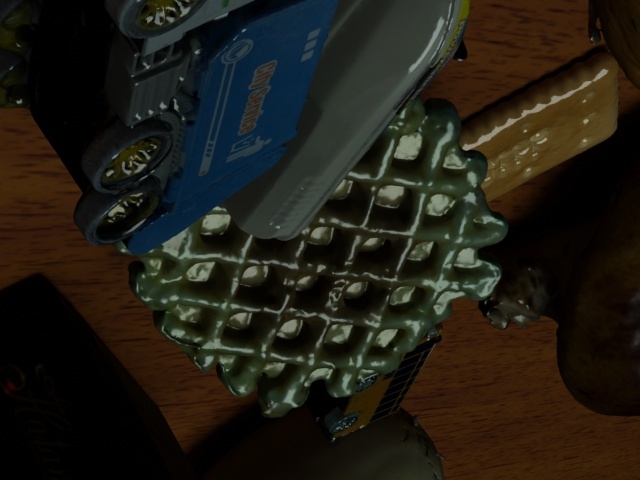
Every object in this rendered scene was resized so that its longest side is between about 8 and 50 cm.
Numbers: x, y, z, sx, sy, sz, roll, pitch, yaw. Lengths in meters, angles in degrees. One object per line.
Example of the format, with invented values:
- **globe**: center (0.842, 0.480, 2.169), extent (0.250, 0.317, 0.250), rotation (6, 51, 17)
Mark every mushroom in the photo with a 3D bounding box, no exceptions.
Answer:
- **mushroom**: center (0.337, 0.002, 1.835), extent (0.345, 0.260, 0.345), rotation (-47, 155, -30)

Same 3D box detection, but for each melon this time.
- **melon**: center (-0.007, 0.293, 1.951), extent (0.317, 0.223, 0.223), rotation (-37, 157, 14)

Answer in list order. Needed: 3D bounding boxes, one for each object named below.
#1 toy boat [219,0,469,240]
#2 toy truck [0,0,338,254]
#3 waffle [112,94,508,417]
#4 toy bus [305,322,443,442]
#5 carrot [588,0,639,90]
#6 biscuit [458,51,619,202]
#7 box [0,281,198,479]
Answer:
- **toy boat**: center (0.015, -0.123, 1.223), extent (0.269, 0.141, 0.141), rotation (-45, 154, 27)
- **toy truck**: center (-0.097, -0.130, 1.061), extent (0.175, 0.146, 0.367), rotation (-28, 162, -24)
- **waffle**: center (0.000, 0.000, 1.425), extent (0.292, 0.056, 0.309), rotation (-34, 128, 3)
- **toy bus**: center (0.047, 0.109, 1.792), extent (0.114, 0.098, 0.201), rotation (-20, 156, -24)
- **carrot**: center (0.296, -0.226, 1.235), extent (0.224, 0.224, 0.340), rotation (-29, 162, -1)
- **biscuit**: center (0.162, -0.076, 1.629), extent (0.250, 0.030, 0.160), rotation (-28, 158, -4)
- **box**: center (-0.175, 0.222, 1.550), extent (0.116, 0.264, 0.415), rotation (-29, 160, -2)
